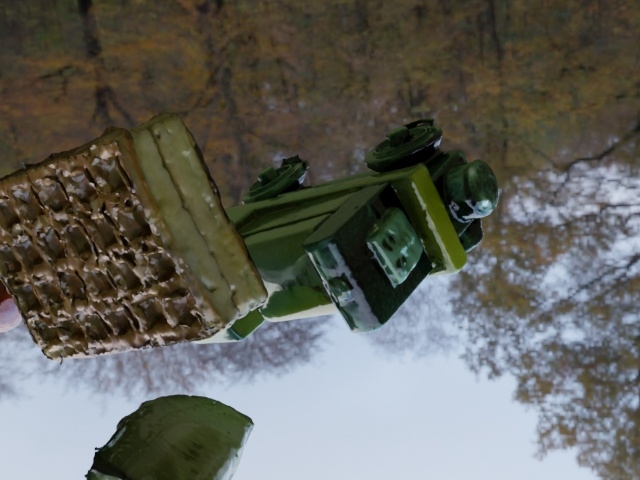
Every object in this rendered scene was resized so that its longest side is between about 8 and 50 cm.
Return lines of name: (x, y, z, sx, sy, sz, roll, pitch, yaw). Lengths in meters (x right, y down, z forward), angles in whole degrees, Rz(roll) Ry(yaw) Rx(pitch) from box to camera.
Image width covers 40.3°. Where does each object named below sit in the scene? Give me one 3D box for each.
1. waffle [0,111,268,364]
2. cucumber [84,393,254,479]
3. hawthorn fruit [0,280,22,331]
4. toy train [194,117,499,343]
waffle: (-0.211, 0.006, 0.859, 0.308, 0.212, 0.091, -12, -161, 42)
cucumber: (-0.152, 0.245, 0.912, 0.145, 0.105, 0.325, 30, -172, 2)
hawthorn fruit: (-0.455, 0.068, 1.204, 0.128, 0.128, 0.128, -7, -163, 2)
toy train: (0.000, 0.000, 0.980, 0.397, 0.160, 0.253, -10, -157, 44)
